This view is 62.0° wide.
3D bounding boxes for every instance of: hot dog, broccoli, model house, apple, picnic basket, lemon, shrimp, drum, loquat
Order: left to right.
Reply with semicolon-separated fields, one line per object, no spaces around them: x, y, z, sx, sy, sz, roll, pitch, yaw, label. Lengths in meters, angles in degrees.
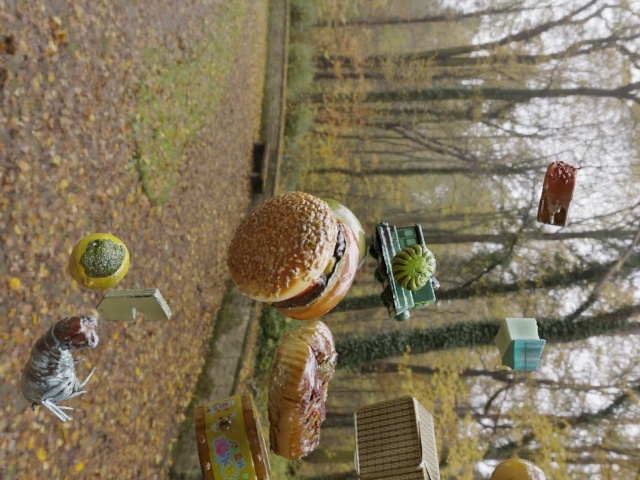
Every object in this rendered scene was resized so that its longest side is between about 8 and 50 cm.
-0.598;0.290;1.216;0.410;0.166;0.221;-61;-138;49;shrimp
-0.764;0.072;1.846;0.231;0.193;0.192;-79;170;-52;lemon
-0.627;0.048;1.527;0.120;0.131;0.130;48;-60;28;broccoli
-0.307;0.774;1.925;0.431;0.214;0.430;167;-90;-81;drum
-0.055;0.460;1.744;0.367;0.196;0.364;-64;156;-61;hot dog
0.014;-0.010;1.767;0.233;0.295;0.257;-49;128;-49;apple
0.237;0.671;1.663;0.175;0.228;0.312;49;31;-41;picnic basket
0.729;0.916;1.943;0.235;0.235;0.234;0;90;-89;loquat
0.604;0.325;1.607;0.148;0.101;0.127;-91;-176;-47;model house

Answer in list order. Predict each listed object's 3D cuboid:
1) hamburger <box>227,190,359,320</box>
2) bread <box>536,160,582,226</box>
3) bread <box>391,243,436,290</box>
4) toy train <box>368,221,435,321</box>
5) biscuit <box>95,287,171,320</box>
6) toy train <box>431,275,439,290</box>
-0.075;0.035;1.439;0.250;0.330;0.329;34;47;-45;hamburger
0.564;-0.110;1.263;0.160;0.073;0.160;-42;140;-50;bread
0.281;0.081;1.595;0.129;0.139;0.071;59;-1;2;bread
0.264;0.091;1.715;0.138;0.179;0.329;104;-24;-72;toy train
-0.641;0.221;1.808;0.147;0.250;0.046;76;15;-46;biscuit
0.375;0.134;1.963;0.138;0.050;0.087;50;-13;7;toy train
